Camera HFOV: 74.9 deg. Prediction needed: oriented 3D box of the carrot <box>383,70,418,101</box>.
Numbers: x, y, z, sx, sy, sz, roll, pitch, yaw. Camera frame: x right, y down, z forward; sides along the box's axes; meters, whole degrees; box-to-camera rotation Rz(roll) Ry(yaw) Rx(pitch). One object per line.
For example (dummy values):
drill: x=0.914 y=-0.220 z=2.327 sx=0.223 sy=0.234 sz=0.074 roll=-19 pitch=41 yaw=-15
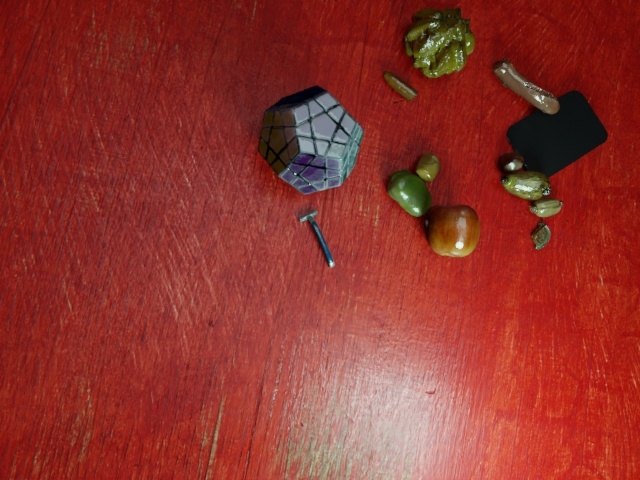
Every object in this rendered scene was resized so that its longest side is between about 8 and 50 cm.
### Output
carrot: x=0.273 y=-0.541 z=1.457 sx=0.139 sy=0.048 sz=0.048 roll=33 pitch=79 yaw=-9

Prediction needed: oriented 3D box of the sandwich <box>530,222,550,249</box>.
sandwich: x=0.836 y=-0.012 z=1.586 sx=0.069 sy=0.026 sz=0.101 roll=40 pitch=78 yaw=-11

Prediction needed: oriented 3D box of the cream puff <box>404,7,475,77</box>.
cream puff: x=0.416 y=-0.691 z=1.447 sx=0.244 sy=0.196 sz=0.243 roll=-12 pitch=110 yaw=-38

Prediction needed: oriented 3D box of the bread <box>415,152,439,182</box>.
bread: x=0.377 y=-0.258 z=1.443 sx=0.082 sy=0.056 sz=0.115 roll=42 pitch=49 yaw=-9

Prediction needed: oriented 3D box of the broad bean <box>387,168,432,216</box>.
broad bean: x=0.304 y=-0.164 z=1.429 sx=0.175 sy=0.082 sz=0.124 roll=35 pitch=79 yaw=-21

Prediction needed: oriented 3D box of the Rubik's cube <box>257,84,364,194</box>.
Rubik's cube: x=-0.026 y=-0.298 z=1.244 sx=0.319 sy=0.319 sz=0.263 roll=-31 pitch=122 yaw=-15

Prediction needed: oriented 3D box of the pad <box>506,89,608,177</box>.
pad: x=0.894 y=-0.433 z=1.636 sx=0.376 sy=0.063 sz=0.314 roll=-30 pitch=88 yaw=-8

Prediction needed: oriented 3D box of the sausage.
sausage: x=0.773 y=-0.572 z=1.568 sx=0.304 sy=0.078 sz=0.078 roll=36 pitch=78 yaw=-2

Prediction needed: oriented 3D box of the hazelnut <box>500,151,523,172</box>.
hazelnut: x=0.709 y=-0.291 z=1.547 sx=0.087 sy=0.086 sz=0.086 roll=1 pitch=86 yaw=-15

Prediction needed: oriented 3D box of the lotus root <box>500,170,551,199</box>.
lotus root: x=0.744 y=-0.210 z=1.539 sx=0.191 sy=0.094 sz=0.108 roll=10 pitch=107 yaw=-3

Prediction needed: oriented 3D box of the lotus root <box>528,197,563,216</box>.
lotus root: x=0.849 y=-0.125 z=1.578 sx=0.151 sy=0.062 sz=0.072 roll=-10 pitch=82 yaw=-16

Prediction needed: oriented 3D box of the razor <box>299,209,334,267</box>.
razor: x=0.001 y=-0.001 z=1.352 sx=0.068 sy=0.037 sz=0.191 roll=-26 pitch=93 yaw=-16

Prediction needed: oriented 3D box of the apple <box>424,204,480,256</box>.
apple: x=0.442 y=-0.031 z=1.410 sx=0.200 sy=0.199 sz=0.198 roll=1 pitch=86 yaw=-15
